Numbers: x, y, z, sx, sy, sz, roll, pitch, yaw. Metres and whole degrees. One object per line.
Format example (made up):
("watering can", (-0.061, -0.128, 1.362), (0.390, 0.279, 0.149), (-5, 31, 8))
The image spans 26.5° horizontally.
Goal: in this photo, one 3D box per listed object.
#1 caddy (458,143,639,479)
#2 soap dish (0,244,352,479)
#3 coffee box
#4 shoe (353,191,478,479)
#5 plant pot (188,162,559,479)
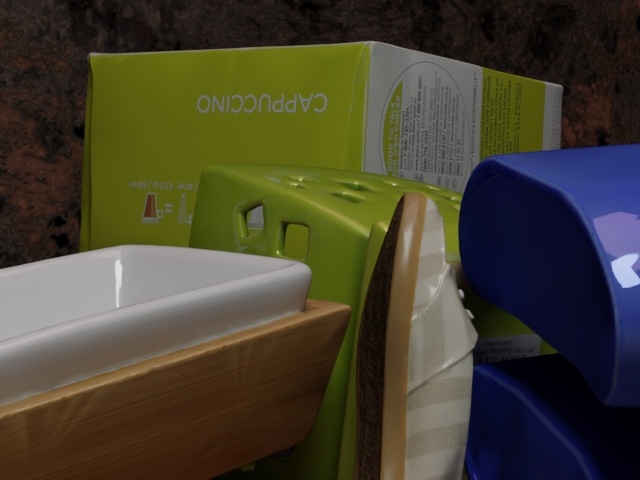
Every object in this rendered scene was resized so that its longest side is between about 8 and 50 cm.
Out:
("caddy", (0.187, 0.069, 0.696), (0.179, 0.241, 0.341), (-3, 11, -7))
("soap dish", (-0.159, 0.086, 0.791), (0.291, 0.118, 0.229), (-15, 13, -41))
("coffee box", (0.000, 0.000, 1.288), (0.337, 0.338, 0.334), (4, 1, 38))
("shoe", (0.054, 0.081, 0.752), (0.058, 0.219, 0.076), (9, -16, -10))
("plant pot", (0.050, 0.073, 0.930), (0.228, 0.227, 0.207), (3, 7, -40))
